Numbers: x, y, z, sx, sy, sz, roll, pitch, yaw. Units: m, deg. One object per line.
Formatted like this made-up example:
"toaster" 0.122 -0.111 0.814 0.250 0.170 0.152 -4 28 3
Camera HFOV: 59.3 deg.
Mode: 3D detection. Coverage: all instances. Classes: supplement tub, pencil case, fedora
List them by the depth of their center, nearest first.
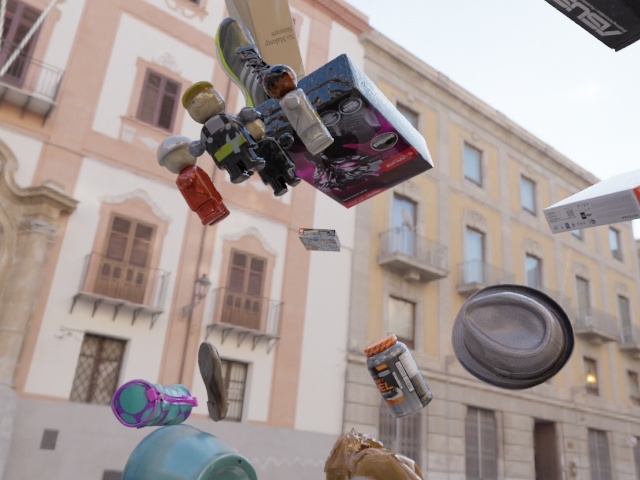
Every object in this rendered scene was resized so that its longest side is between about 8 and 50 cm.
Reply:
"pencil case" -0.237 0.238 0.817 0.070 0.064 0.151 -15 -18 3
"fedora" 0.406 0.195 1.238 0.276 0.243 0.124 23 -11 37
"supplement tub" 0.192 0.341 1.427 0.117 0.190 0.117 -28 -5 -3

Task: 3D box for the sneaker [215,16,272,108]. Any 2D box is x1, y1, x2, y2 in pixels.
"sneaker" -0.141 -0.388 1.325 0.121 0.111 0.299 -11 -69 56

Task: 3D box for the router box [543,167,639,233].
"router box" 0.853 -0.129 1.565 0.301 0.082 0.335 -24 1 -17

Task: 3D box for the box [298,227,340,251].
"box" 0.000 0.000 1.470 0.094 0.027 0.137 2 -15 8

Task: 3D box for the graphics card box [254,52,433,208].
"graphics card box" 0.055 -0.202 1.156 0.233 0.094 0.371 -24 -29 24

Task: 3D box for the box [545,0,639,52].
"box" 0.283 -0.396 0.564 0.395 0.097 0.318 31 -12 -11

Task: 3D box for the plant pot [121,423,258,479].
"plant pot" -0.295 0.592 1.347 0.272 0.271 0.255 23 -23 -39

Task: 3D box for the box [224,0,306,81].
"box" -0.161 -0.599 1.641 0.121 0.148 0.311 18 -48 50

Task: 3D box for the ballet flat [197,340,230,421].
"ballet flat" -0.304 0.405 1.632 0.058 0.249 0.084 -17 15 -39

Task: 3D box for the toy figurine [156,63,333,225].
"toy figurine" -0.110 -0.142 0.801 0.213 0.148 0.209 -28 -9 -33

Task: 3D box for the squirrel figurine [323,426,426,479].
"squirrel figurine" 0.203 0.637 1.358 0.371 0.281 0.397 29 4 -30
